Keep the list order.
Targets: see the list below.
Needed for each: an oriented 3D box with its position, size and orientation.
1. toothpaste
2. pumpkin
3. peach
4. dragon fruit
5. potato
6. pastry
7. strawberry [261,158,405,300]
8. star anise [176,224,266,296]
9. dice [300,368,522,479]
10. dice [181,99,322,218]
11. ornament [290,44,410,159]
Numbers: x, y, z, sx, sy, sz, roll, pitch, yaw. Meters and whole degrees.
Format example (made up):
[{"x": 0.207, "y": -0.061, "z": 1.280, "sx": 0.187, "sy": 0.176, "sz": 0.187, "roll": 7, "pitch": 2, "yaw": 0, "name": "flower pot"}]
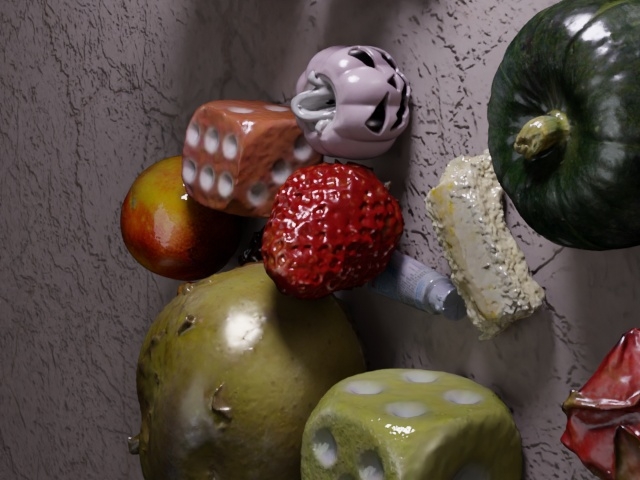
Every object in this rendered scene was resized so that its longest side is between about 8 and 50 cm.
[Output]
[{"x": 0.134, "y": 0.063, "z": 1.670, "sx": 0.234, "sy": 0.057, "sz": 0.089, "roll": 25, "pitch": 112, "yaw": 56, "name": "toothpaste"}, {"x": 0.316, "y": -0.137, "z": 1.279, "sx": 0.300, "sy": 0.207, "sz": 0.300, "roll": 10, "pitch": 101, "yaw": 60, "name": "pumpkin"}, {"x": -0.249, "y": -0.039, "z": 2.008, "sx": 0.231, "sy": 0.231, "sz": 0.231, "roll": 10, "pitch": 103, "yaw": 51, "name": "peach"}, {"x": 0.428, "y": 0.146, "z": 1.229, "sx": 0.240, "sy": 0.302, "sz": 0.330, "roll": -144, "pitch": 70, "yaw": -81, "name": "dragon fruit"}, {"x": -0.150, "y": 0.271, "z": 1.743, "sx": 0.385, "sy": 0.319, "sz": 0.442, "roll": 18, "pitch": 121, "yaw": 24, "name": "potato"}, {"x": 0.223, "y": 0.001, "z": 1.522, "sx": 0.121, "sy": 0.089, "sz": 0.258, "roll": -24, "pitch": 79, "yaw": 38, "name": "pastry"}, {"x": 0.000, "y": 0.000, "z": 1.627, "sx": 0.205, "sy": 0.244, "sz": 0.205, "roll": 16, "pitch": 129, "yaw": 21, "name": "strawberry"}, {"x": -0.119, "y": 0.097, "z": 1.911, "sx": 0.346, "sy": 0.148, "sz": 0.237, "roll": -11, "pitch": 87, "yaw": 35, "name": "star anise"}, {"x": 0.126, "y": 0.318, "z": 1.561, "sx": 0.233, "sy": 0.238, "sz": 0.226, "roll": 16, "pitch": 108, "yaw": 49, "name": "dice"}, {"x": -0.116, "y": -0.140, "z": 1.847, "sx": 0.175, "sy": 0.179, "sz": 0.174, "roll": 28, "pitch": 112, "yaw": 48, "name": "dice"}, {"x": 0.041, "y": -0.205, "z": 1.657, "sx": 0.177, "sy": 0.177, "sz": 0.177, "roll": 10, "pitch": 103, "yaw": 51, "name": "ornament"}]
